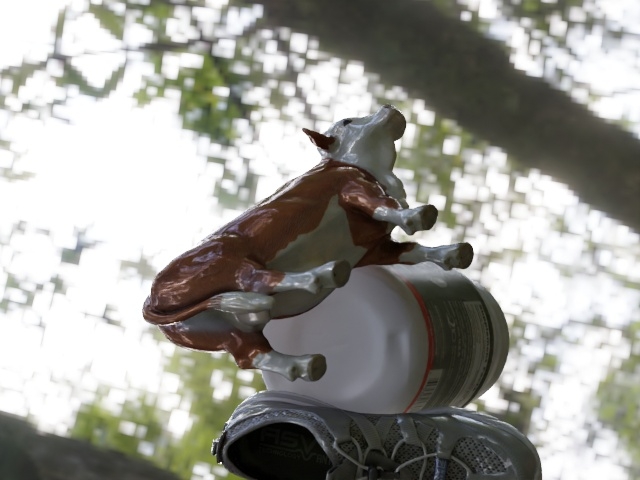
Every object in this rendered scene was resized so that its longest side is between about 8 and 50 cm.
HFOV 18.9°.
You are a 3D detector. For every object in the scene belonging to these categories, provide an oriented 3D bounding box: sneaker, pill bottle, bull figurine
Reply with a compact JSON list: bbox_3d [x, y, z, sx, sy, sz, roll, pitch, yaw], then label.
[{"bbox_3d":[0.042,0.193,1.586,0.115,0.281,0.105,-23,-65,-68],"label":"sneaker"},{"bbox_3d":[0.069,0.094,1.788,0.283,0.161,0.161,3,-84,-67],"label":"pill bottle"},{"bbox_3d":[0.000,0.000,1.557,0.310,0.188,0.101,-40,-53,-32],"label":"bull figurine"}]
